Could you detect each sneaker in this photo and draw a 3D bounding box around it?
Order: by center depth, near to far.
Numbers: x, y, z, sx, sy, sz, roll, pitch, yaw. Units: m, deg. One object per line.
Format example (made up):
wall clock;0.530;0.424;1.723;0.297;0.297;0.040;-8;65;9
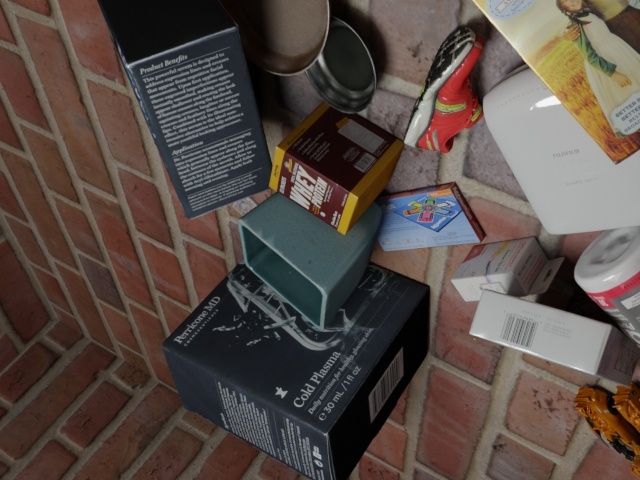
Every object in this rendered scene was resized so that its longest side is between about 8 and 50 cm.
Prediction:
sneaker;0.239;-0.257;1.271;0.118;0.107;0.279;19;149;-1

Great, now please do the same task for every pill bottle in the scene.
pill bottle;0.609;0.118;1.247;0.318;0.176;0.176;45;147;-7

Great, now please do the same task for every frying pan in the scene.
frying pan;-0.008;-0.356;1.414;0.326;0.053;0.197;23;139;41

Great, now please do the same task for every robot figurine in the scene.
robot figurine;0.709;0.439;1.614;0.291;0.085;0.211;48;147;-12

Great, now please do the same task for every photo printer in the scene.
photo printer;0.423;-0.160;1.166;0.256;0.107;0.307;-8;124;48

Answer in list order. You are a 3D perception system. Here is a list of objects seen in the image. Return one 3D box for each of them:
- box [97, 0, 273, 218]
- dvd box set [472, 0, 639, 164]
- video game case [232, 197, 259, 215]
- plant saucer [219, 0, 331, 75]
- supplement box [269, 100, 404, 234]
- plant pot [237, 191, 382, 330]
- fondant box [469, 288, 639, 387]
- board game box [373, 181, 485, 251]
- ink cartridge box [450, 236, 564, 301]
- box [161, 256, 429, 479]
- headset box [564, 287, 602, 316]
box;-0.264;-0.298;1.467;0.395;0.212;0.293;79;165;-47
dvd box set;0.380;-0.344;0.930;0.420;0.062;0.307;46;122;-9
video game case;-0.180;-0.074;1.960;0.122;0.011;0.087;41;147;-1
plant saucer;-0.088;-0.461;1.331;0.310;0.050;0.311;30;139;30
supplement box;0.032;-0.155;1.484;0.194;0.191;0.129;33;146;11
plant pot;0.000;0.000;1.590;0.248;0.252;0.247;40;159;16
fondant box;0.464;0.193;1.399;0.238;0.096;0.330;16;177;35
board game box;0.212;-0.046;1.587;0.281;0.027;0.145;-7;126;49
ink cartridge box;0.378;0.057;1.463;0.198;0.115;0.067;-12;121;50
box;-0.043;0.274;1.807;0.471;0.480;0.297;21;141;26
headset box;0.533;0.117;1.427;0.032;0.062;0.083;44;148;-8
